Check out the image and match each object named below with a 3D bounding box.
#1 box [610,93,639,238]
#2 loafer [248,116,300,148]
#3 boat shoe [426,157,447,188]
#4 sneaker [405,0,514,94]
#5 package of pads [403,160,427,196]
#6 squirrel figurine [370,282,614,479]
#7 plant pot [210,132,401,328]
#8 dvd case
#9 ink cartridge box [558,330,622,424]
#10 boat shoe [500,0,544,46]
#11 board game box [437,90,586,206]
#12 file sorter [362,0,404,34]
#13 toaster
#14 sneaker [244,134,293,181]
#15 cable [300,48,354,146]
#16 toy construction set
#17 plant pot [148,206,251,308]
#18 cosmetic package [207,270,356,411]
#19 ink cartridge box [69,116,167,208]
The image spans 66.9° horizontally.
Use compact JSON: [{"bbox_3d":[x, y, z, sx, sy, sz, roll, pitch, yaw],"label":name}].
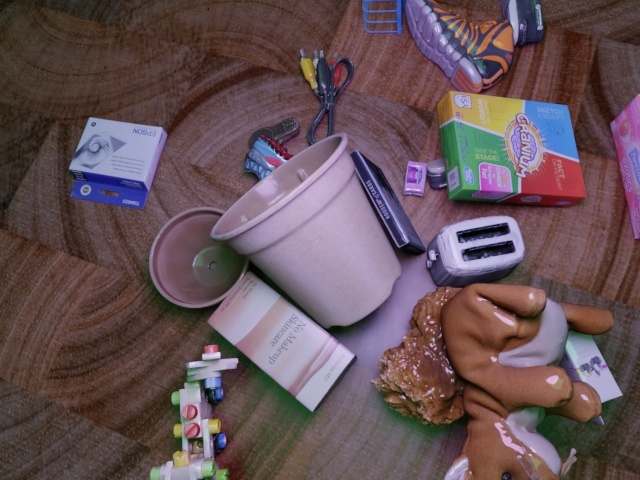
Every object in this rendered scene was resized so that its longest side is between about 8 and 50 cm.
[{"bbox_3d":[0.773,-0.165,1.072,0.154,0.142,0.300,-2,74,7],"label":"box"},{"bbox_3d":[-0.116,-0.268,1.254,0.148,0.050,0.056,-16,69,18],"label":"loafer"},{"bbox_3d":[0.358,-0.172,1.175,0.206,0.065,0.075,-12,29,-5],"label":"boat shoe"},{"bbox_3d":[0.366,-0.534,1.250,0.180,0.124,0.321,-34,84,-8],"label":"sneaker"},{"bbox_3d":[0.232,-0.150,1.187,0.050,0.032,0.083,8,75,7],"label":"package of pads"},{"bbox_3d":[0.305,0.280,0.920,0.397,0.281,0.370,0,78,47],"label":"squirrel figurine"},{"bbox_3d":[0.000,0.000,1.007,0.334,0.334,0.305,-40,108,-6],"label":"plant pot"},{"bbox_3d":[0.155,-0.082,1.101,0.029,0.179,0.239,-31,72,18],"label":"dvd case"},{"bbox_3d":[0.539,0.273,0.991,0.061,0.104,0.181,-21,73,1],"label":"ink cartridge box"},{"bbox_3d":[0.522,-0.649,1.264,0.091,0.114,0.303,-2,86,7],"label":"boat shoe"},{"bbox_3d":[0.434,-0.206,1.108,0.316,0.064,0.242,2,73,-15],"label":"board game box"},{"bbox_3d":[0.165,-0.644,1.268,0.104,0.170,0.118,4,74,12],"label":"file sorter"},{"bbox_3d":[0.348,0.024,1.063,0.227,0.146,0.129,-9,74,4],"label":"toaster"},{"bbox_3d":[-0.084,-0.133,1.200,0.262,0.104,0.125,47,112,9],"label":"sneaker"},{"bbox_3d":[0.020,-0.374,1.280,0.139,0.072,0.287,-1,85,-11],"label":"cable"},{"bbox_3d":[-0.255,0.379,0.992,0.151,0.215,0.328,5,74,7],"label":"toy construction set"},{"bbox_3d":[-0.271,0.049,1.146,0.237,0.110,0.237,-2,73,5],"label":"plant pot"},{"bbox_3d":[-0.080,0.220,1.064,0.296,0.129,0.153,35,80,14],"label":"cosmetic package"},{"bbox_3d":[-0.543,-0.208,1.285,0.223,0.045,0.224,9,75,9],"label":"ink cartridge box"}]
